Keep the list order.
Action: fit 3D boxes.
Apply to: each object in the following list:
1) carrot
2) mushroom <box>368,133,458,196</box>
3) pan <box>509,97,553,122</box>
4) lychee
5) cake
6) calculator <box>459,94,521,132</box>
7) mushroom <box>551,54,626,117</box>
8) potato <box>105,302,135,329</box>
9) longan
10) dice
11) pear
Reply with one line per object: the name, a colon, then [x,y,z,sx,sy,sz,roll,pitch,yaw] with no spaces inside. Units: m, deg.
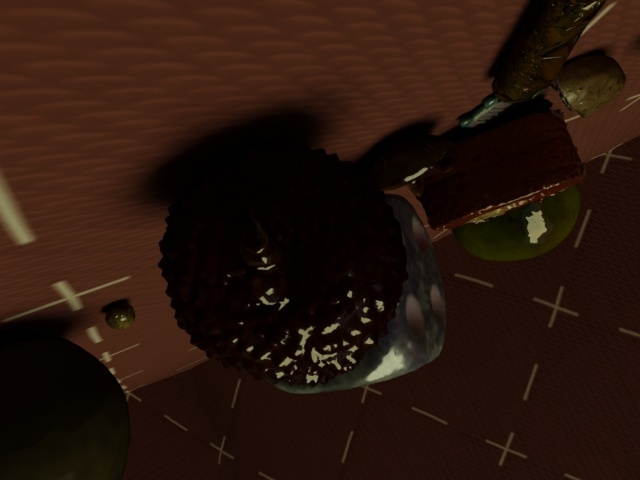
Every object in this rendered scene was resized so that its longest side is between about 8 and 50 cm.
carrot: [0.252,-0.222,0.593,0.069,0.068,0.228,-25,169,-2]
mushroom: [0.140,-0.114,0.799,0.135,0.080,0.170,-13,172,5]
pan: [0.356,-0.224,0.908,0.115,0.023,0.068,-20,169,-40]
lychee: [-0.038,0.025,0.564,0.264,0.264,0.300,-27,167,5]
cake: [0.300,-0.119,0.895,0.283,0.150,0.177,-17,169,11]
calculator: [0.278,-0.204,0.839,0.141,0.019,0.094,-13,160,-50]
mushroom: [0.440,-0.251,0.849,0.094,0.072,0.210,-42,163,28]
potato: [-0.361,0.136,0.941,0.051,0.040,0.083,-8,162,-22]
longan: [-0.481,0.338,0.819,0.404,0.336,0.404,-52,-173,9]
dice: [0.036,0.083,0.857,0.270,0.271,0.270,-15,176,29]
pear: [0.407,-0.078,1.122,0.269,0.269,0.321,-27,158,5]
